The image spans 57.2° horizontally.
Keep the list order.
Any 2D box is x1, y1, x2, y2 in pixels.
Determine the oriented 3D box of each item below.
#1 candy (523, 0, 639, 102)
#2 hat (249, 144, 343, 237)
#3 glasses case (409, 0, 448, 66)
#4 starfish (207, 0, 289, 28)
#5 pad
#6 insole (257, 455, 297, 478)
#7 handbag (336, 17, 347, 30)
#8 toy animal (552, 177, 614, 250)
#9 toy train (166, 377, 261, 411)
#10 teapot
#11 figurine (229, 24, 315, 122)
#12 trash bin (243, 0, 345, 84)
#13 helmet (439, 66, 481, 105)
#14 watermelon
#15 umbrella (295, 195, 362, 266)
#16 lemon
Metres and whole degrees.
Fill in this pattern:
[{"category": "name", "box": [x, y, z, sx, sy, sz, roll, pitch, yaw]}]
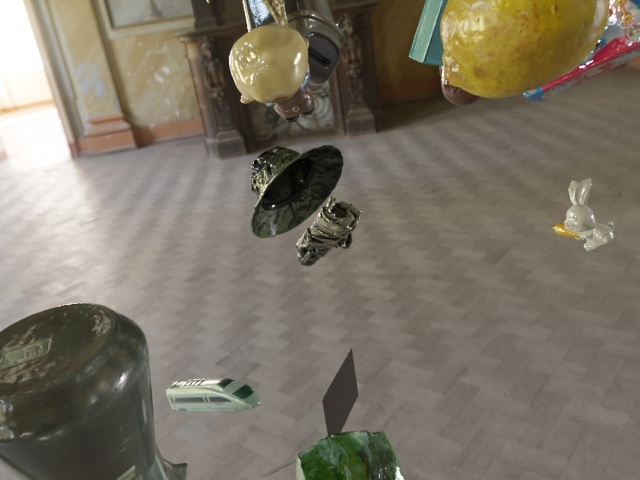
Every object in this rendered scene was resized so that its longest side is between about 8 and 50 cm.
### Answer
[{"category": "candy", "box": [0.615, -0.463, 1.382, 0.306, 0.157, 0.100, -23, -13, 34]}, {"category": "hat", "box": [-0.086, -0.136, 1.313, 0.266, 0.265, 0.128, -28, 58, -38]}, {"category": "glasses case", "box": [0.256, -0.471, 1.066, 0.117, 0.300, 0.070, -2, 30, -34]}, {"category": "starfish", "box": [-0.106, -0.526, 1.134, 0.295, 0.231, 0.048, -35, 5, 30]}, {"category": "pad", "box": [0.056, 0.412, 1.539, 0.004, 0.163, 0.243, 0, 21, 21]}, {"category": "insole", "box": [-0.077, 0.572, 1.523, 0.080, 0.003, 0.232, -31, -16, 38]}, {"category": "handbag", "box": [-0.018, -0.582, 1.788, 0.221, 0.057, 0.144, -47, 13, -28]}, {"category": "toy animal", "box": [0.722, -0.067, 1.623, 0.127, 0.181, 0.131, -37, -5, -14]}, {"category": "toy train", "box": [-0.330, 0.469, 1.806, 0.407, 0.088, 0.087, -15, 7, 43]}, {"category": "teapot", "box": [-0.357, 0.297, 0.848, 0.300, 0.343, 0.253, -29, 31, -29]}, {"category": "figurine", "box": [-0.058, -0.243, 0.884, 0.114, 0.108, 0.196, -18, -12, 12]}, {"category": "trash bin", "box": [-0.067, -0.503, 1.304, 0.183, 0.290, 0.210, -19, -11, 28]}, {"category": "helmet", "box": [0.403, -0.439, 1.635, 0.155, 0.175, 0.106, 11, 66, 5]}, {"category": "watermelon", "box": [0.068, 0.626, 1.420, 0.265, 0.301, 0.151, -2, 26, -28]}, {"category": "umbrella", "box": [0.005, 0.004, 1.561, 0.113, 0.106, 0.357, 16, -25, -11]}, {"category": "lemon", "box": [0.243, -0.264, 0.715, 0.208, 0.169, 0.170, -24, 19, 13]}]
